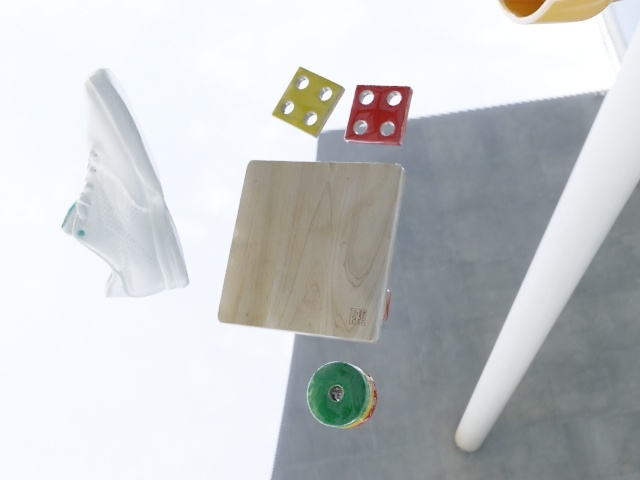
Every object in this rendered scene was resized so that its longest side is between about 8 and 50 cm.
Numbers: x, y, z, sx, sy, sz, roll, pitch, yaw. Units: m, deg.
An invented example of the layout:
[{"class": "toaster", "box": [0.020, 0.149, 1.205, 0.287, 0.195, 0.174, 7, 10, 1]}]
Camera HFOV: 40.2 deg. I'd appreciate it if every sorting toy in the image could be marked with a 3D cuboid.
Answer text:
[{"class": "sorting toy", "box": [0.000, 0.000, 0.675, 0.132, 0.046, 0.274, 4, -103, 26]}]

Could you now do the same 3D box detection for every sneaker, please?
[{"class": "sneaker", "box": [-0.182, -0.039, 0.753, 0.094, 0.212, 0.080, -16, -154, -6]}]

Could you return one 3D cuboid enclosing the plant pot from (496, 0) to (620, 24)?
[{"class": "plant pot", "box": [0.259, -0.284, 0.726, 0.188, 0.205, 0.205, -3, -116, -10]}]
